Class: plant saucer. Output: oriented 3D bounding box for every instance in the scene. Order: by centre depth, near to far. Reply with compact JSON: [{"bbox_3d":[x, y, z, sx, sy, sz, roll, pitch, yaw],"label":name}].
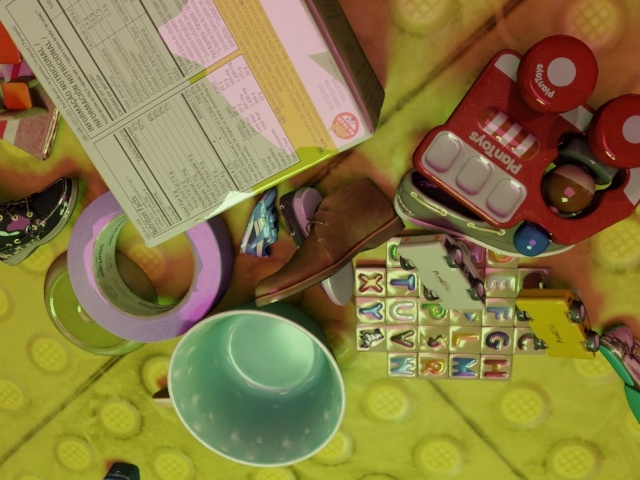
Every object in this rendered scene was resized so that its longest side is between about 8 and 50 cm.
[{"bbox_3d":[-0.437,0.128,1.160,0.240,0.037,0.241,3,110,8],"label":"plant saucer"}]

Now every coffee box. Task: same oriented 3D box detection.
[{"bbox_3d":[-0.137,-0.249,0.819,0.334,0.338,0.338,-25,105,17],"label":"coffee box"}]

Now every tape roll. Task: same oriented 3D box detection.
[{"bbox_3d":[-0.297,0.035,1.050,0.274,0.090,0.275,1,98,6],"label":"tape roll"}]

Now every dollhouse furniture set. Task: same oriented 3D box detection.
[{"bbox_3d":[-0.587,-0.320,0.930,0.258,0.135,0.262,3,112,11],"label":"dollhouse furniture set"}]

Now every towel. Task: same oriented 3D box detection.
[{"bbox_3d":[-0.586,-0.315,1.026,0.328,0.037,0.237,28,113,-1],"label":"towel"}]

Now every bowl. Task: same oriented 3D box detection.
[{"bbox_3d":[-0.101,0.231,1.080,0.311,0.163,0.312,3,111,7],"label":"bowl"}]

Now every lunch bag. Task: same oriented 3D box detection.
[{"bbox_3d":[-0.435,0.538,1.292,0.067,0.065,0.099,3,111,7],"label":"lunch bag"}]

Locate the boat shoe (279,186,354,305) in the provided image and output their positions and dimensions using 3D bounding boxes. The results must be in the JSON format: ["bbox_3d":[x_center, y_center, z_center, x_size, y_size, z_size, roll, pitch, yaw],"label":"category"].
[{"bbox_3d":[-0.011,0.014,1.039,0.076,0.080,0.229,-2,124,39],"label":"boat shoe"}]

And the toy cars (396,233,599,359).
[{"bbox_3d":[0.303,0.078,0.986,0.393,0.087,0.176,24,150,-2],"label":"toy cars"}]

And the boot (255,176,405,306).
[{"bbox_3d":[0.000,0.000,0.942,0.112,0.305,0.115,-19,102,55],"label":"boot"}]

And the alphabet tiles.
[{"bbox_3d":[0.233,0.127,1.068,0.342,0.011,0.286,0,109,6],"label":"alphabet tiles"}]

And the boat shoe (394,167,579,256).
[{"bbox_3d":[0.271,-0.050,0.943,0.304,0.091,0.109,13,69,5],"label":"boat shoe"}]

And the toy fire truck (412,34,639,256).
[{"bbox_3d":[0.314,-0.120,0.852,0.302,0.169,0.254,37,92,-4],"label":"toy fire truck"}]

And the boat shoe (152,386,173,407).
[{"bbox_3d":[-0.252,0.325,1.189,0.169,0.063,0.059,-4,103,9],"label":"boat shoe"}]

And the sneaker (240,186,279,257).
[{"bbox_3d":[-0.096,-0.031,1.045,0.059,0.053,0.144,23,120,1],"label":"sneaker"}]

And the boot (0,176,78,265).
[{"bbox_3d":[-0.560,-0.053,1.041,0.236,0.085,0.178,-35,142,22],"label":"boot"}]

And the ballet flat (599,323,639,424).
[{"bbox_3d":[0.563,0.241,1.040,0.079,0.077,0.222,-33,102,-2],"label":"ballet flat"}]
